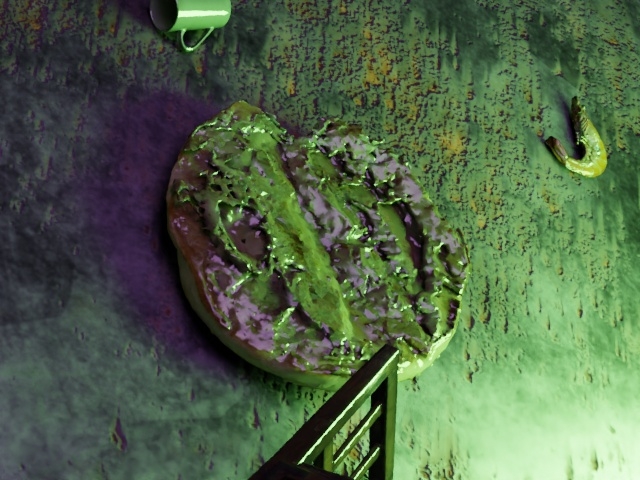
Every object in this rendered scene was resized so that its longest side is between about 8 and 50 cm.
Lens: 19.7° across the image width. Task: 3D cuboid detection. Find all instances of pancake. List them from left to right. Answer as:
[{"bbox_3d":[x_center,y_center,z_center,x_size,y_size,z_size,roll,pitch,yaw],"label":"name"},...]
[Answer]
[{"bbox_3d":[0.000,-0.001,2.026,0.382,0.071,0.382,19,47,-22],"label":"pancake"}]

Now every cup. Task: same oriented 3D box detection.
[{"bbox_3d":[-0.146,-0.262,2.141,0.083,0.054,0.075,-6,60,-41],"label":"cup"}]

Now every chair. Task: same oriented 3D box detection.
[{"bbox_3d":[0.053,0.300,1.677,0.241,0.203,0.416,18,36,27],"label":"chair"}]

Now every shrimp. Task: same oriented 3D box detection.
[{"bbox_3d":[0.331,-0.139,2.406,0.091,0.025,0.127,12,54,-27],"label":"shrimp"}]
